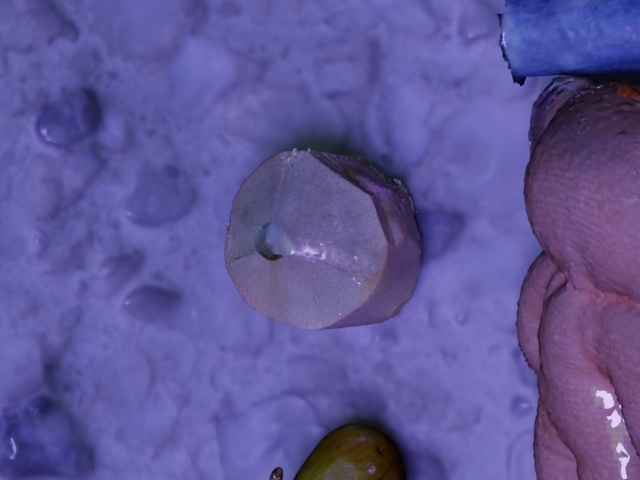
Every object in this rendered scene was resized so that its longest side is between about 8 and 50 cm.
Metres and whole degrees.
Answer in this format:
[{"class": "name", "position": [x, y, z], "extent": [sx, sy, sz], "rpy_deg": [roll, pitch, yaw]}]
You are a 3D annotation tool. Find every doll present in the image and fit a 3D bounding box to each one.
[{"class": "doll", "position": [0.196, 0.056, 1.030], "extent": [0.201, 0.156, 0.303], "rpy_deg": [-141, 46, -60]}]

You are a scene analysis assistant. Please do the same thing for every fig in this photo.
[{"class": "fig", "position": [0.009, 0.164, 1.126], "extent": [0.084, 0.098, 0.082], "rpy_deg": [106, 147, -44]}]

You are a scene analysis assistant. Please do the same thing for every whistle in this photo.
[{"class": "whistle", "position": [0.251, -0.127, 1.007], "extent": [0.304, 0.062, 0.062], "rpy_deg": [-2, 88, 28]}]

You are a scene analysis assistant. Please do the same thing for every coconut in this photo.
[{"class": "coconut", "position": [0.000, 0.000, 1.118], "extent": [0.116, 0.122, 0.116], "rpy_deg": [0, 90, 26]}]
